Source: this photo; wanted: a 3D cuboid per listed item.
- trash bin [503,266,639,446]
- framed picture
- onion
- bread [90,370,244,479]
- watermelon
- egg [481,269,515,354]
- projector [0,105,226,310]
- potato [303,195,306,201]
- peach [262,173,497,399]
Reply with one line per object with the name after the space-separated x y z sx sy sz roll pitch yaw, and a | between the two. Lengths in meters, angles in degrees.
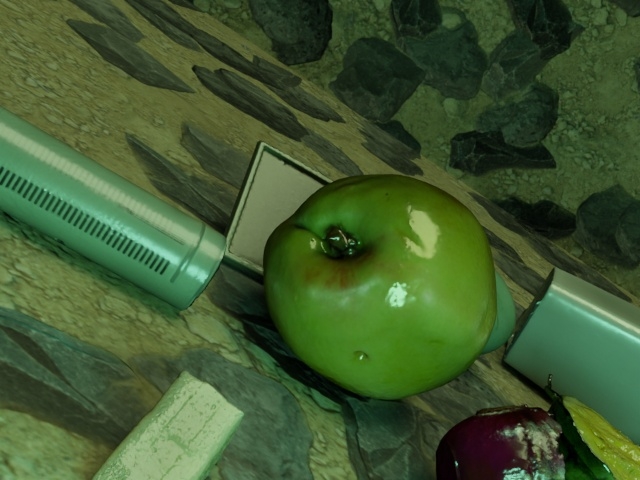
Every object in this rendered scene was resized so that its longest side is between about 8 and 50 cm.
0.528 0.225 1.765 0.368 0.255 0.296 31 18 8 | trash bin
0.000 0.000 1.485 0.290 0.020 0.211 29 58 -20 | framed picture
0.210 0.299 1.120 0.140 0.218 0.195 -4 -12 -5 | onion
-0.143 0.201 0.877 0.077 0.105 0.152 37 48 5 | bread
0.382 0.320 1.389 0.232 0.127 0.204 39 17 6 | watermelon
0.215 0.095 1.609 0.231 0.168 0.168 37 16 -9 | egg
-0.275 -0.041 1.138 0.338 0.108 0.108 31 17 -15 | projector
-0.002 -0.011 1.584 0.251 0.113 0.149 32 14 -33 | potato
0.086 0.054 1.283 0.316 0.281 0.314 32 9 -39 | peach
